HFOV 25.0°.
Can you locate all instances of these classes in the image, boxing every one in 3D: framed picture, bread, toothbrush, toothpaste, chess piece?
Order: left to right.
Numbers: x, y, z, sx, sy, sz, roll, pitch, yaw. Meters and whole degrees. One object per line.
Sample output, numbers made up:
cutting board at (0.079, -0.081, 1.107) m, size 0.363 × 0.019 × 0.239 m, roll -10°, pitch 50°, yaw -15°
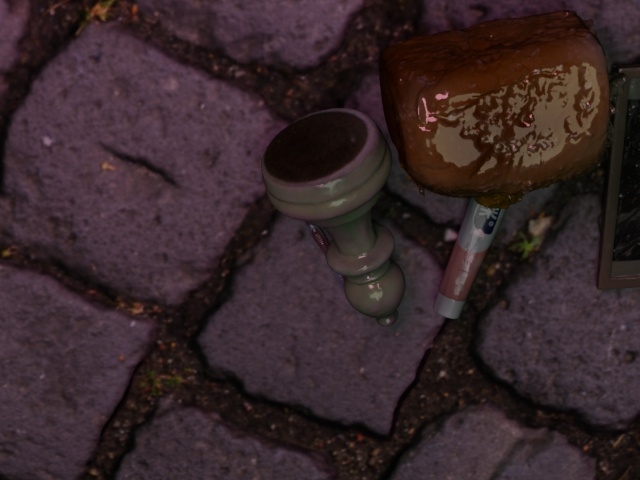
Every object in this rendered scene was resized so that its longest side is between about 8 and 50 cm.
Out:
toothbrush at (0.000, 0.000, 1.627) m, size 0.013 × 0.019 × 0.193 m, roll -26°, pitch 119°, yaw 7°
chess piece at (0.037, -0.003, 1.583) m, size 0.139 × 0.139 × 0.271 m, roll -19°, pitch 130°, yaw 4°
toothpaste at (0.177, -0.007, 1.633) m, size 0.056 × 0.036 × 0.205 m, roll 14°, pitch 112°, yaw -14°
bread at (0.194, -0.128, 1.478) m, size 0.246 × 0.195 × 0.176 m, roll -12°, pitch 114°, yaw 1°
framed picture at (0.420, -0.073, 1.631) m, size 0.209 × 0.019 × 0.281 m, roll -5°, pitch 118°, yaw -4°
